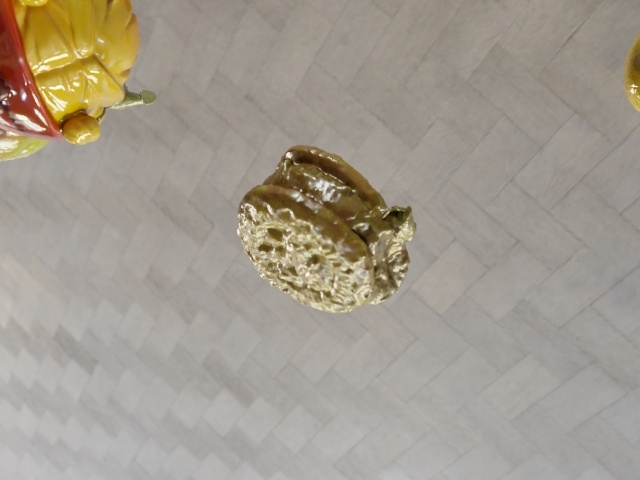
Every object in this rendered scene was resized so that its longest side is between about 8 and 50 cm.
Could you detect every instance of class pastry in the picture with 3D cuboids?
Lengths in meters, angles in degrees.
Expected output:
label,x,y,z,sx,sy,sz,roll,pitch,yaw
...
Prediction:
label,x,y,z,sx,sy,sz,roll,pitch,yaw
pastry,0.000,0.000,1.048,0.235,0.132,0.240,36,155,21

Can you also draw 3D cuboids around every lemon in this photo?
label,x,y,z,sx,sy,sz,roll,pitch,yaw
lemon,0.699,-0.345,1.528,0.188,0.188,0.257,16,107,26

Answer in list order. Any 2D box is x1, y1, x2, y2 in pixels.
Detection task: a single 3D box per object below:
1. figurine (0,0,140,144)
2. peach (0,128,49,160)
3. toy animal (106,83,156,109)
label,x,y,z,sx,sy,sz,roll,pitch,yaw
figurine,-0.315,-0.233,0.820,0.323,0.196,0.320,44,154,43
peach,-0.539,-0.239,1.263,0.231,0.231,0.231,16,124,26
toy animal,-0.432,-0.277,1.463,0.101,0.218,0.103,-19,93,43
